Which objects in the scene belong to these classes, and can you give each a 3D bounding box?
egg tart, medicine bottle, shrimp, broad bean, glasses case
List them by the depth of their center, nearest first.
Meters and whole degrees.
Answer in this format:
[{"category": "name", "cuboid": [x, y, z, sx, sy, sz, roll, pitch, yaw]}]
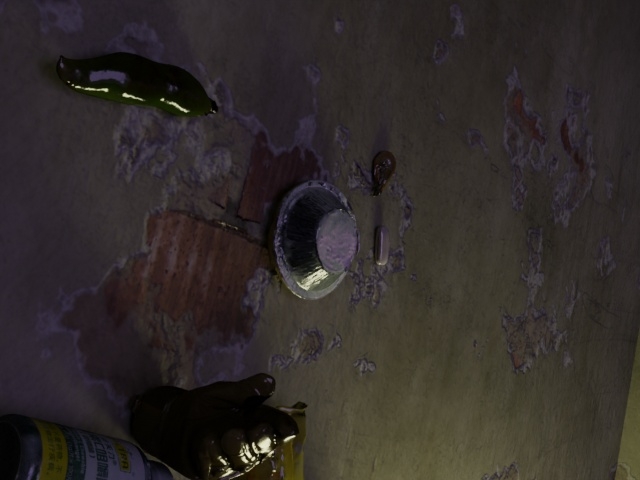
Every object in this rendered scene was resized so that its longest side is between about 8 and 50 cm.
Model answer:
[{"category": "medicine bottle", "cuboid": [-0.342, 0.342, 1.270, 0.293, 0.141, 0.141, 32, 69, -48]}, {"category": "broad bean", "cuboid": [-0.264, -0.239, 1.365, 0.339, 0.061, 0.077, 7, 100, -51]}, {"category": "egg tart", "cuboid": [0.000, 0.000, 1.690, 0.234, 0.094, 0.234, -6, 98, -48]}, {"category": "shrimp", "cuboid": [0.127, -0.143, 1.885, 0.059, 0.023, 0.108, 46, 59, -32]}, {"category": "glasses case", "cuboid": [0.131, 0.011, 1.905, 0.032, 0.021, 0.083, -5, 98, -53]}]

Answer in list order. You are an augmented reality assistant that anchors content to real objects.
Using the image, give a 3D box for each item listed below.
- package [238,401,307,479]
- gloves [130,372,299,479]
[{"category": "package", "cuboid": [-0.089, 0.405, 1.625, 0.168, 0.090, 0.226, 1, 91, -48]}, {"category": "gloves", "cuboid": [-0.152, 0.288, 1.352, 0.154, 0.331, 0.141, -47, 121, -38]}]
